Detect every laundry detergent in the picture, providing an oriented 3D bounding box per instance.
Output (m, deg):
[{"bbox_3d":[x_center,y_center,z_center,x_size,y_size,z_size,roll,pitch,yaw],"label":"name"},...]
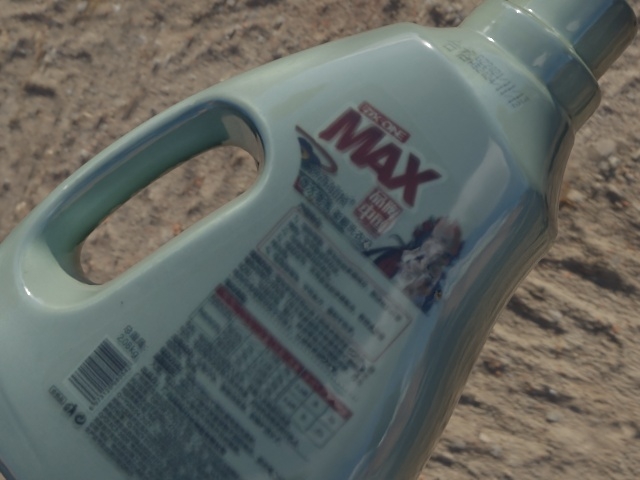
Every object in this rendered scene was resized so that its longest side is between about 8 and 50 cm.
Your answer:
[{"bbox_3d":[0.000,0.000,0.561,0.264,0.125,0.398,43,92,11],"label":"laundry detergent"}]
